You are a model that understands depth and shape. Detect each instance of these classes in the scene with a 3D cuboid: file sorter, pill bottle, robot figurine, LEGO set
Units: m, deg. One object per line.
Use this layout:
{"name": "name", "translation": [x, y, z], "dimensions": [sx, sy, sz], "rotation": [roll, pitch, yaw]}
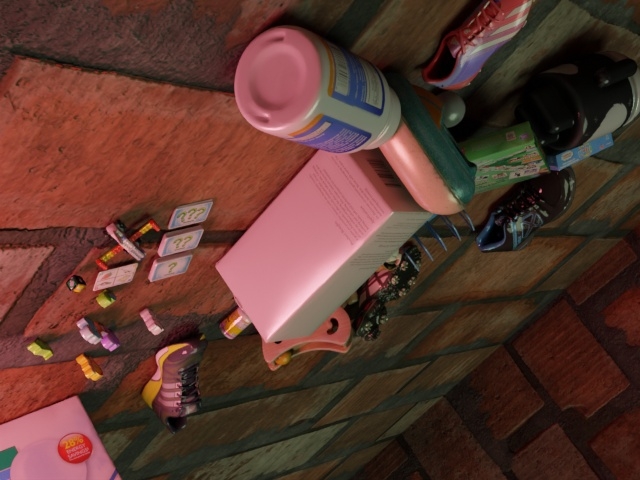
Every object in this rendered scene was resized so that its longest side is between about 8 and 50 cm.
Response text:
{"name": "file sorter", "translation": [0.251, -0.026, 2.146], "dimensions": [0.170, 0.104, 0.118], "rotation": [-37, 158, 3]}
{"name": "pill bottle", "translation": [-0.173, 0.169, 2.019], "dimensions": [0.083, 0.043, 0.043], "rotation": [-42, 157, 14]}
{"name": "robot figurine", "translation": [0.536, -0.284, 1.941], "dimensions": [0.278, 0.209, 0.173], "rotation": [-23, 115, -26]}
{"name": "LEGO set", "translation": [-0.292, 0.028, 1.565], "dimensions": [0.244, 0.060, 0.182], "rotation": [-14, 146, -40]}
{"name": "pill bottle", "translation": [0.009, -0.209, 1.391], "dimensions": [0.152, 0.152, 0.272], "rotation": [-44, 156, 20]}

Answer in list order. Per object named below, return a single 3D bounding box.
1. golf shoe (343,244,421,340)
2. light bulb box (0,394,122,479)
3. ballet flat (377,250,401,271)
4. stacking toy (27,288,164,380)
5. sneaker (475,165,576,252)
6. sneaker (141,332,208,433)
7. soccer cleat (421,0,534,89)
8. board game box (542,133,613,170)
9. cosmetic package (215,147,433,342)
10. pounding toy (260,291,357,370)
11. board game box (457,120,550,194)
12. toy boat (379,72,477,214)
{"name": "golf shoe", "translation": [0.138, 0.108, 2.276], "dimensions": [0.273, 0.120, 0.105], "rotation": [-51, 140, -19]}
{"name": "light bulb box", "translation": [-0.561, 0.547, 1.810], "dimensions": [0.358, 0.361, 0.225], "rotation": [-19, 151, -34]}
{"name": "ballet flat", "translation": [0.143, 0.022, 2.095], "dimensions": [0.232, 0.073, 0.080], "rotation": [57, 43, -79]}
{"name": "stacking toy", "translation": [-0.398, 0.174, 1.706], "dimensions": [0.167, 0.052, 0.221], "rotation": [-37, 157, 3]}
{"name": "sneaker", "translation": [0.520, -0.075, 2.399], "dimensions": [0.140, 0.125, 0.340], "rotation": [-12, 146, -34]}
{"name": "sneaker", "translation": [-0.290, 0.302, 2.016], "dimensions": [0.111, 0.121, 0.300], "rotation": [-20, 153, -33]}
{"name": "soccer cleat", "translation": [0.262, -0.346, 1.572], "dimensions": [0.095, 0.083, 0.248], "rotation": [-8, 148, -39]}
{"name": "board game box", "translation": [0.502, -0.201, 2.068], "dimensions": [0.160, 0.039, 0.211], "rotation": [-25, -163, -24]}
{"name": "cosmetic package", "translation": [0.000, 0.000, 1.733], "dimensions": [0.365, 0.197, 0.155], "rotation": [-46, 156, 27]}
{"name": "pounding toy", "translation": [-0.009, 0.216, 2.195], "dimensions": [0.270, 0.154, 0.155], "rotation": [-31, 157, -8]}
{"name": "board game box", "translation": [0.284, -0.138, 1.890], "dimensions": [0.317, 0.046, 0.213], "rotation": [-16, 162, 18]}
{"name": "toy boat", "translation": [0.185, -0.189, 1.631], "dimensions": [0.148, 0.267, 0.318], "rotation": [-33, -171, 13]}
